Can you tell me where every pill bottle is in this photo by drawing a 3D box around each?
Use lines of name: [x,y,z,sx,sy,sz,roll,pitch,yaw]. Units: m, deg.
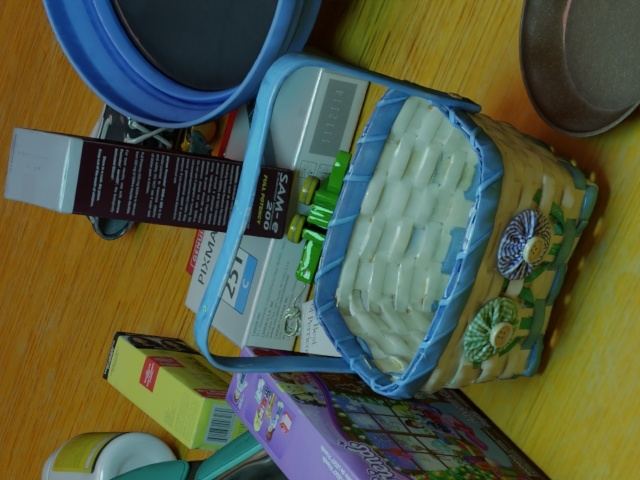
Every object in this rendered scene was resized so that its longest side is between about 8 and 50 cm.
pill bottle: [-0.238,0.263,2.106,0.184,0.103,0.103,-9,75,58]

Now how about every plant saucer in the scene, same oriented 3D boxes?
plant saucer: [0.230,-0.177,1.509,0.198,0.036,0.198,-23,63,54]

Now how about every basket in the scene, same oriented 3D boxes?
basket: [0.058,-0.009,1.501,0.201,0.289,0.255,49,127,58]

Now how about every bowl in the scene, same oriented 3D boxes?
bowl: [-0.140,-0.308,1.883,0.391,0.077,0.391,12,107,44]

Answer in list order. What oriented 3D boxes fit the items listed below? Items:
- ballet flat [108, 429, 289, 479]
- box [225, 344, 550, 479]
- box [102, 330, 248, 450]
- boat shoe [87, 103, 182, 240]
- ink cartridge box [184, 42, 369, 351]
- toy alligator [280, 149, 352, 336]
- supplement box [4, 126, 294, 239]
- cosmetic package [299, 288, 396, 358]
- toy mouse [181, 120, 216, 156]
ballet flat: [-0.110,0.253,1.847,0.280,0.096,0.095,-23,20,32]
box: [0.073,0.181,1.516,0.293,0.201,0.057,44,120,54]
box: [-0.142,0.158,1.992,0.232,0.087,0.058,29,107,59]
boat shoe: [-0.203,-0.125,2.149,0.301,0.108,0.102,-59,37,36]
ink cartridge box: [-0.073,-0.065,1.956,0.261,0.066,0.296,33,110,56]
toy alligator: [0.000,0.000,1.836,0.051,0.056,0.190,-39,-33,-71]
supplement box: [-0.161,-0.053,1.804,0.130,0.239,0.073,13,96,57]
cosmetic package: [0.022,0.163,1.721,0.099,0.060,0.239,-25,55,52]
toy mouse: [-0.138,-0.072,2.073,0.161,0.031,0.143,113,165,-48]
